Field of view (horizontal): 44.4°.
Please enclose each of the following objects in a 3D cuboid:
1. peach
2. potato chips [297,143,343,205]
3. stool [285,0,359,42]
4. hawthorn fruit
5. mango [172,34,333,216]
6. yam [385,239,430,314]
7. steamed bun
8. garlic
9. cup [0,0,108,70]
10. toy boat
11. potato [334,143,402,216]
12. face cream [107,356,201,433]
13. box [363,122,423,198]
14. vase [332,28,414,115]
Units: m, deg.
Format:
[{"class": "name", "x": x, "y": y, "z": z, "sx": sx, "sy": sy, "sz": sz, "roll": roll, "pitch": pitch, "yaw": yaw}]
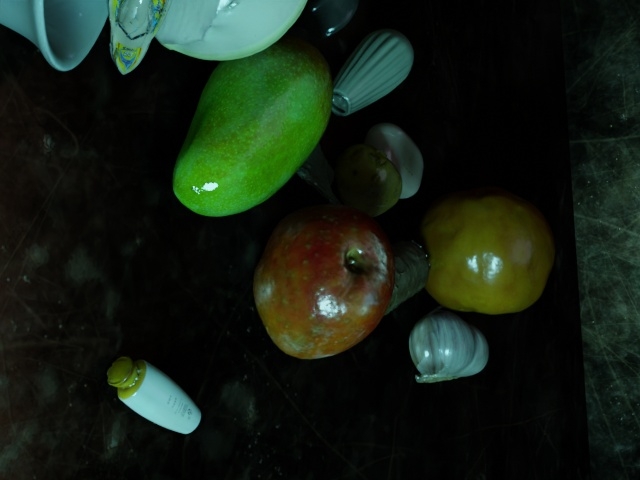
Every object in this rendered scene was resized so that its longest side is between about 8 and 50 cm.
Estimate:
[{"class": "peach", "x": 0.402, "y": 0.018, "z": 1.918, "sx": 0.343, "sy": 0.343, "sz": 0.302, "roll": -12, "pitch": 100, "yaw": -55}, {"class": "potato chips", "x": 0.007, "y": -0.108, "z": 1.562, "sx": 0.228, "sy": 0.059, "sz": 0.167, "roll": 57, "pitch": 16, "yaw": -23}, {"class": "stool", "x": -0.025, "y": -0.454, "z": 1.481, "sx": 0.139, "sy": 0.153, "sz": 0.228, "roll": 44, "pitch": 53, "yaw": -45}, {"class": "hawthorn fruit", "x": 0.004, "y": 0.068, "z": 1.419, "sx": 0.284, "sy": 0.284, "sz": 0.284, "roll": 5, "pitch": 84, "yaw": -55}, {"class": "mango", "x": -0.113, "y": -0.195, "z": 1.307, "sx": 0.382, "sy": 0.201, "sz": 0.225, "roll": -54, "pitch": 153, "yaw": -29}, {"class": "yam", "x": 0.148, "y": 0.089, "z": 1.730, "sx": 0.129, "sy": 0.128, "sz": 0.238, "roll": 51, "pitch": 31, "yaw": 6}, {"class": "steamed bun", "x": -0.134, "y": -0.431, "z": 1.194, "sx": 0.309, "sy": 0.309, "sz": 0.309, "roll": 5, "pitch": 84, "yaw": -55}, {"class": "garlic", "x": 0.296, "y": 0.266, "z": 1.948, "sx": 0.257, "sy": 0.207, "sz": 0.207, "roll": -99, "pitch": 177, "yaw": -76}, {"class": "cup", "x": -0.342, "y": -0.392, "z": 0.930, "sx": 0.347, "sy": 0.163, "sz": 0.347, "roll": -165, "pitch": -90, "yaw": -84}, {"class": "toy boat", "x": -0.265, "y": -0.306, "z": 1.115, "sx": 0.084, "sy": 0.210, "sz": 0.066, "roll": 9, "pitch": 58, "yaw": -17}, {"class": "potato", "x": 0.103, "y": -0.123, "z": 1.673, "sx": 0.176, "sy": 0.137, "sz": 0.137, "roll": 43, "pitch": 53, "yaw": -32}, {"class": "face cream", "x": -0.252, "y": 0.239, "z": 1.200, "sx": 0.182, "sy": 0.051, "sz": 0.072, "roll": 50, "pitch": 50, "yaw": -43}, {"class": "box", "x": 0.168, "y": -0.182, "z": 1.805, "sx": 0.200, "sy": 0.088, "sz": 0.146, "roll": 39, "pitch": 58, "yaw": -49}, {"class": "vase", "x": 0.102, "y": -0.359, "z": 1.696, "sx": 0.248, "sy": 0.128, "sz": 0.128, "roll": -48, "pitch": 127, "yaw": -35}]
